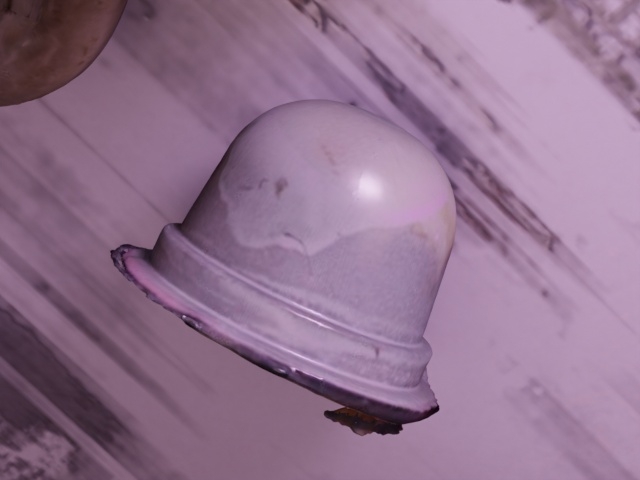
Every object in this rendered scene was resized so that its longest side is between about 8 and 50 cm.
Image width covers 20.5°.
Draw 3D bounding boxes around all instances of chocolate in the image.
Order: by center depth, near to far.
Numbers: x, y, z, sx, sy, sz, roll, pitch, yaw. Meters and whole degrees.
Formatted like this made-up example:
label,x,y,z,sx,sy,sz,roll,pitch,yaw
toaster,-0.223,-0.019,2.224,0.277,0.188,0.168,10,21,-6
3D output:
label,x,y,z,sx,sy,sz,roll,pitch,yaw
chocolate,0.008,0.001,0.983,0.221,0.221,0.147,33,95,-5

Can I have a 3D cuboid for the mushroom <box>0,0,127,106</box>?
label,x,y,z,sx,sy,sz,roll,pitch,yaw
mushroom,-0.200,-0.155,0.921,0.204,0.204,0.204,6,119,11
